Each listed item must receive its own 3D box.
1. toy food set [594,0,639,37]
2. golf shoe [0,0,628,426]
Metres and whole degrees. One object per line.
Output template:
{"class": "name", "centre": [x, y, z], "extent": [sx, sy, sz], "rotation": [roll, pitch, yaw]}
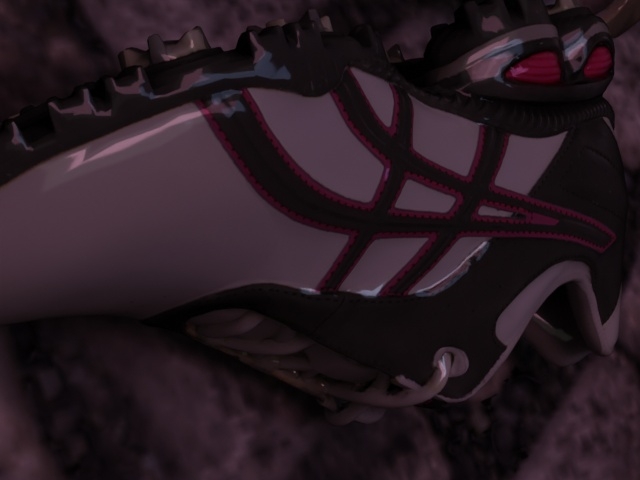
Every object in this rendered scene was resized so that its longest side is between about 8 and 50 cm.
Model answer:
{"class": "toy food set", "centre": [0.108, -0.144, 0.511], "extent": [0.038, 0.192, 0.132], "rotation": [39, 49, 20]}
{"class": "golf shoe", "centre": [0.000, 0.000, 0.408], "extent": [0.272, 0.105, 0.120], "rotation": [-13, 88, -39]}
